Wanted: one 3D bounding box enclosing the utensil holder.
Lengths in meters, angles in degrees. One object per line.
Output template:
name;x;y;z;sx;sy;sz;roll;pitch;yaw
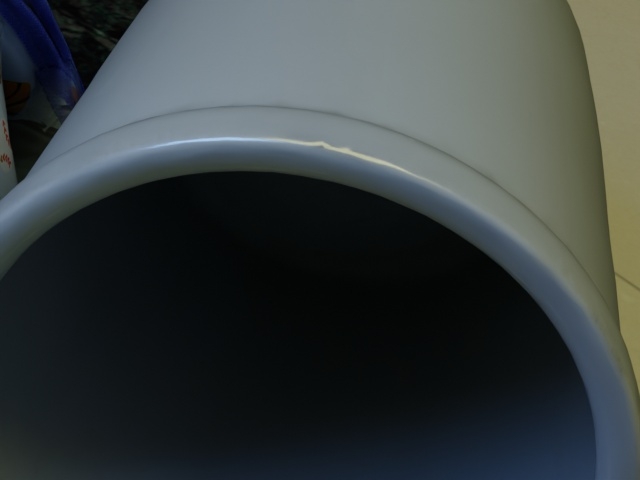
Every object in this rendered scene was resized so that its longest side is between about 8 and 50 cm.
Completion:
utensil holder;0.000;0.000;0.767;0.327;0.328;0.385;13;33;0

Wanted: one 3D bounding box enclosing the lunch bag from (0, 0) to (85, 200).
lunch bag;-0.326;-0.056;0.756;0.327;0.239;0.385;1;7;7
